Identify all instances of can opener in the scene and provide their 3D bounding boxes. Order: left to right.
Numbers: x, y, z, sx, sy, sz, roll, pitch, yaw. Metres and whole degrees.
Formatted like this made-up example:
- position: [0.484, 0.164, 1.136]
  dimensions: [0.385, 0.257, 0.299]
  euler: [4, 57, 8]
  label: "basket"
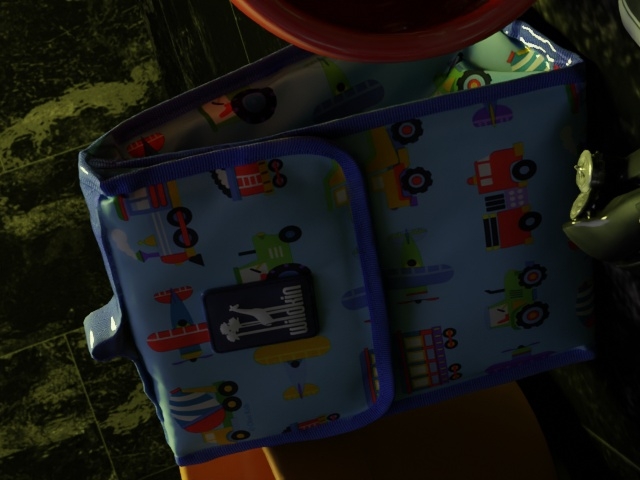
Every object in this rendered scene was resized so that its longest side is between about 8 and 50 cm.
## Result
- position: [0.162, -0.026, 0.656]
  dimensions: [0.186, 0.073, 0.059]
  euler: [124, 165, -74]
  label: "can opener"

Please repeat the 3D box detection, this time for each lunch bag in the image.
- position: [0.000, 0.000, 0.848]
  dimensions: [0.138, 0.293, 0.221]
  euler: [-121, 14, -49]
  label: "lunch bag"

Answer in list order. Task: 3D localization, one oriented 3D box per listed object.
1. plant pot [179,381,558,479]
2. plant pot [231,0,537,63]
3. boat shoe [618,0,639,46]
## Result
- position: [0.038, 0.189, 1.040]
  dimensions: [0.291, 0.204, 0.290]
  euler: [165, 90, -71]
  label: "plant pot"
- position: [0.020, -0.186, 0.702]
  dimensions: [0.174, 0.191, 0.191]
  euler: [-123, 15, -76]
  label: "plant pot"
- position: [0.156, -0.079, 0.569]
  dimensions: [0.142, 0.049, 0.040]
  euler: [-118, 13, -49]
  label: "boat shoe"
